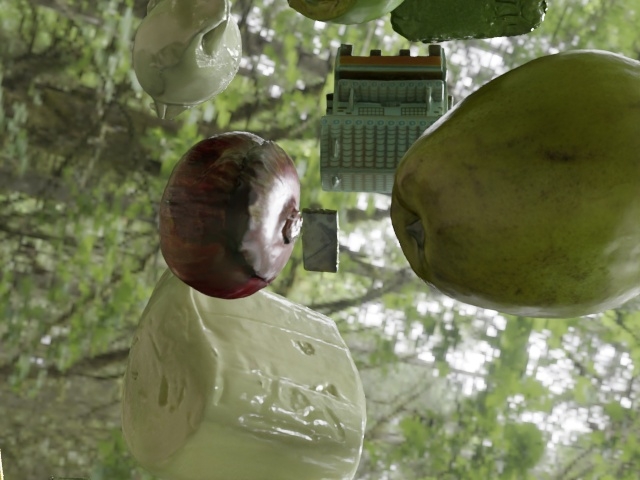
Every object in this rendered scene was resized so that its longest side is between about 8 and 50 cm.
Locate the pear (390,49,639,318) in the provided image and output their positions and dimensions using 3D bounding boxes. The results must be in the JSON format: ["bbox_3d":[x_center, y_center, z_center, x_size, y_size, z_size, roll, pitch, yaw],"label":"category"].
[{"bbox_3d":[0.225,-0.050,1.078,0.253,0.307,0.253,165,-90,-81],"label":"pear"}]

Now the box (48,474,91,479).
[{"bbox_3d":[-0.359,0.368,1.603,0.084,0.063,0.060,150,-59,-74],"label":"box"}]

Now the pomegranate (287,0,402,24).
[{"bbox_3d":[0.034,-0.379,1.217,0.302,0.236,0.236,119,-29,-47],"label":"pomegranate"}]

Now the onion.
[{"bbox_3d":[-0.120,-0.036,1.616,0.190,0.246,0.246,12,-92,24],"label":"onion"}]

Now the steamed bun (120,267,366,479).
[{"bbox_3d":[-0.152,0.262,1.876,0.290,0.371,0.456,-57,-156,22],"label":"steamed bun"}]

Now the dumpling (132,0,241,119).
[{"bbox_3d":[-0.196,-0.291,1.586,0.258,0.147,0.193,-45,-126,52],"label":"dumpling"}]

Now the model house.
[{"bbox_3d":[0.116,-0.186,1.832,0.198,0.224,0.215,89,4,-49],"label":"model house"}]

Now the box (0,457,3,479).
[{"bbox_3d":[-0.315,0.231,0.989,0.152,0.043,0.269,-21,-105,58],"label":"box"}]

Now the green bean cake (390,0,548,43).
[{"bbox_3d":[0.183,-0.364,1.423,0.113,0.214,0.200,-71,155,-49],"label":"green bean cake"}]

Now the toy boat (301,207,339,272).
[{"bbox_3d":[0.000,0.000,1.859,0.016,0.063,0.115,-72,164,-59],"label":"toy boat"}]
